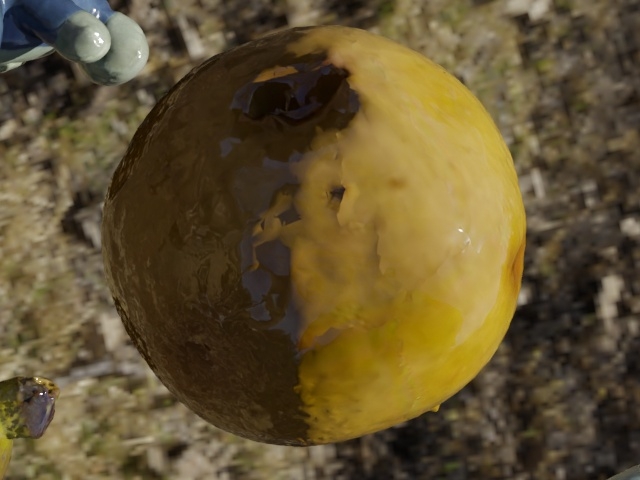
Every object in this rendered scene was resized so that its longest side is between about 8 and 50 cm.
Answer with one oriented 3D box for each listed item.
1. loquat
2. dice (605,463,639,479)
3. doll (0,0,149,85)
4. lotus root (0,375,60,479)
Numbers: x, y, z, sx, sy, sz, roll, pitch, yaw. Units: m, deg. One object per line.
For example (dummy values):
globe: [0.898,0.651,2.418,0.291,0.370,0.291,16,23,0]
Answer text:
loquat: [0.000,0.000,0.907,0.208,0.208,0.208,14,71,-44]
dice: [0.136,0.259,0.757,0.264,0.262,0.268,53,22,20]
doll: [-0.265,-0.152,1.263,0.258,0.228,0.154,-35,131,-48]
lotus root: [-0.357,0.192,1.531,0.314,0.169,0.141,-31,84,-4]
